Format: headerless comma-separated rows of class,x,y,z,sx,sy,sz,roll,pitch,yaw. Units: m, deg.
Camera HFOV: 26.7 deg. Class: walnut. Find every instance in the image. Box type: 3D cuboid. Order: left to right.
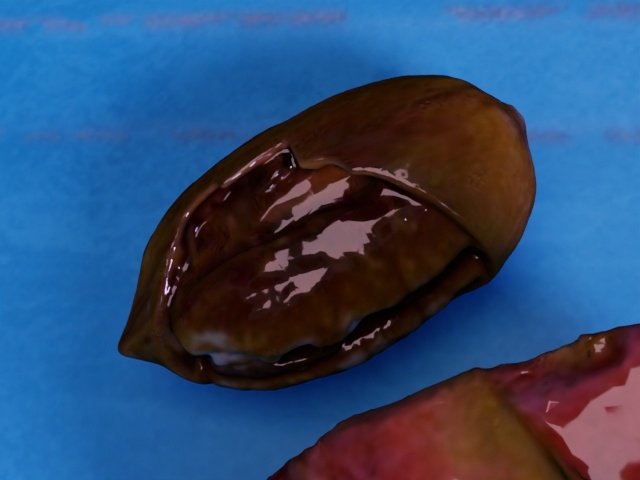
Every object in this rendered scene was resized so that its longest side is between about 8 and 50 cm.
walnut,0.000,0.000,0.592,0.207,0.116,0.116,-27,63,4

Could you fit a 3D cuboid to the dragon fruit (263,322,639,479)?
dragon fruit,0.137,0.174,0.459,0.240,0.302,0.330,-28,76,-32
